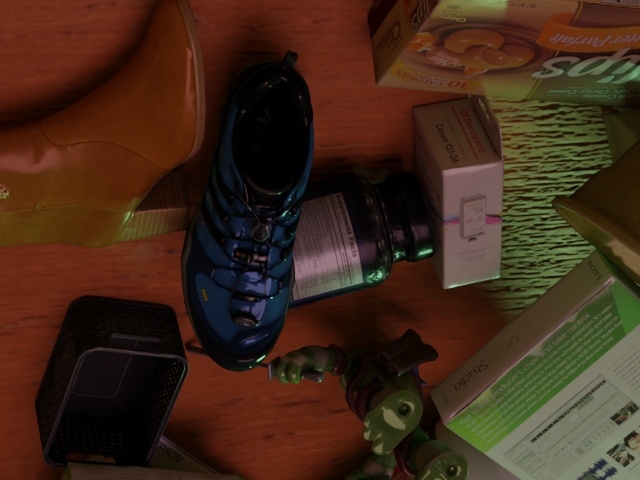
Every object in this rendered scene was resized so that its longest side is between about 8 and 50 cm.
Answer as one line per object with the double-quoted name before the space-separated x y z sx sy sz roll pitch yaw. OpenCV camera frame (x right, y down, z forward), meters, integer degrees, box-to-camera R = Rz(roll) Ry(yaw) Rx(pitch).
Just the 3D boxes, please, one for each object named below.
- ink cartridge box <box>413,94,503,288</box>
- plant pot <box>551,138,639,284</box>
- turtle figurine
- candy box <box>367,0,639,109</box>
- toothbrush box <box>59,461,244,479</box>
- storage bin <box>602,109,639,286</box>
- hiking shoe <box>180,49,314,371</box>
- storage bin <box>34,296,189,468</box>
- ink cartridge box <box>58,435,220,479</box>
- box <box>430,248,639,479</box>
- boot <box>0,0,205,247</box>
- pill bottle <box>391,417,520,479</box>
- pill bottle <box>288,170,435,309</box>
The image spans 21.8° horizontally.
"ink cartridge box" 0.139 -0.064 1.700 0.067 0.115 0.198 -10 130 -9
"plant pot" 0.404 -0.050 1.569 0.276 0.276 0.254 38 91 -38
"turtle figurine" 0.025 0.210 1.782 0.275 0.266 0.197 -7 102 -18
"candy box" 0.225 -0.210 1.576 0.317 0.087 0.183 2 157 -20
"toothbrush box" -0.220 0.381 1.879 0.206 0.122 0.283 8 138 -22
"storage bin" 0.463 -0.044 1.774 0.262 0.123 0.260 -19 116 -3
"hiking shoe" -0.070 -0.025 1.568 0.113 0.132 0.304 5 90 -6
"storage bin" -0.227 0.158 1.793 0.122 0.084 0.180 8 127 -24
"ink cartridge box" -0.205 0.313 1.957 0.208 0.045 0.206 -35 131 15
"box" 0.299 0.173 1.748 0.232 0.058 0.322 -42 128 13
"boot" -0.223 -0.102 1.561 0.211 0.104 0.295 -4 134 -15
"pill bottle" 0.156 0.332 1.978 0.363 0.210 0.210 -40 129 17
"pill bottle" 0.000 0.000 1.705 0.219 0.122 0.122 -15 132 -6
